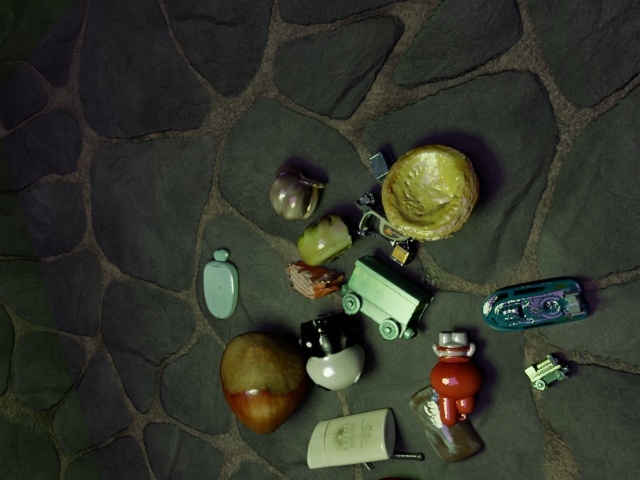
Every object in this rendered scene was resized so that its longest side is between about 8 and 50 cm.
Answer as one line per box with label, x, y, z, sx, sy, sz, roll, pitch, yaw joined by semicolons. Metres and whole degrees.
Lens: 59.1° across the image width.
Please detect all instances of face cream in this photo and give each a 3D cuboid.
face cream;0.102;0.704;2.002;0.349;0.081;0.173;-23;44;35

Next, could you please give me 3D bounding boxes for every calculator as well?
calculator;-0.417;0.181;2.352;0.184;0.042;0.295;5;99;34

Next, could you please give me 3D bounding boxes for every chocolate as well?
chocolate;0.390;0.595;1.818;0.157;0.080;0.254;-39;74;31

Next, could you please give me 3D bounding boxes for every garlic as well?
garlic;-0.110;-0.173;2.032;0.214;0.160;0.191;38;110;22

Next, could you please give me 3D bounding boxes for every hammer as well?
hammer;0.245;0.755;1.970;0.246;0.029;0.103;-9;90;34

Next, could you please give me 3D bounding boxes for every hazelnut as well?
hazelnut;-0.209;0.518;2.082;0.366;0.366;0.365;4;98;34

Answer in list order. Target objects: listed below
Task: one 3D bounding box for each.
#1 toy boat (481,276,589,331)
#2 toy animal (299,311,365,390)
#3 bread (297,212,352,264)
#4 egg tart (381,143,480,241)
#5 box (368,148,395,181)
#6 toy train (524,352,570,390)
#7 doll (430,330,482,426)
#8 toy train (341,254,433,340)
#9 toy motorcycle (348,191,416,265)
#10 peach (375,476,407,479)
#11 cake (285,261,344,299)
toy boat;0.601;0.193;1.625;0.299;0.092;0.134;-18;88;34
toy animal;0.043;0.384;1.969;0.213;0.213;0.266;-15;90;35
bread;0.003;-0.004;1.964;0.261;0.156;0.158;-33;76;38
egg tart;0.340;-0.143;1.729;0.315;0.120;0.314;-6;76;27
box;0.204;-0.249;1.869;0.074;0.054;0.099;-27;79;32
toy train;0.656;0.381;1.633;0.122;0.050;0.081;-45;63;31
doll;0.418;0.427;1.747;0.161;0.130;0.290;-4;87;20
toy train;0.211;0.195;1.874;0.301;0.120;0.202;34;111;27
toy motorcycle;0.209;-0.047;1.868;0.263;0.091;0.157;35;117;27
peach;0.247;0.904;1.884;0.243;0.199;0.243;21;141;18
cake;-0.042;0.147;2.056;0.287;0.135;0.098;9;114;43
